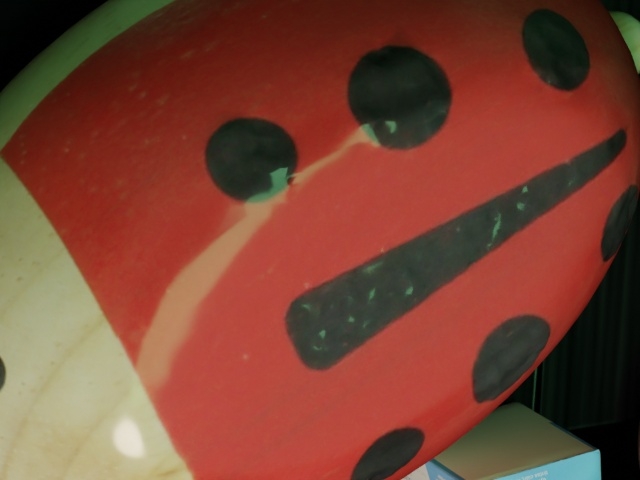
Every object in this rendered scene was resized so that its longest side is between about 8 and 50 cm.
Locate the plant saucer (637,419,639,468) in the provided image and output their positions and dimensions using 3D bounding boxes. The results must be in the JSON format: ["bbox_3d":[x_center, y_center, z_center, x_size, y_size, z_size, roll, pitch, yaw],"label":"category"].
[{"bbox_3d":[0.265,0.113,1.236,0.168,0.029,0.168,-8,108,-25],"label":"plant saucer"}]

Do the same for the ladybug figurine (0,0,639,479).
[{"bbox_3d":[0.000,0.000,0.992,0.449,0.162,0.305,-35,116,-16],"label":"ladybug figurine"}]

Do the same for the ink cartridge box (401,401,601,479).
[{"bbox_3d":[0.104,0.182,1.134,0.090,0.092,0.143,-12,108,-24],"label":"ink cartridge box"}]
